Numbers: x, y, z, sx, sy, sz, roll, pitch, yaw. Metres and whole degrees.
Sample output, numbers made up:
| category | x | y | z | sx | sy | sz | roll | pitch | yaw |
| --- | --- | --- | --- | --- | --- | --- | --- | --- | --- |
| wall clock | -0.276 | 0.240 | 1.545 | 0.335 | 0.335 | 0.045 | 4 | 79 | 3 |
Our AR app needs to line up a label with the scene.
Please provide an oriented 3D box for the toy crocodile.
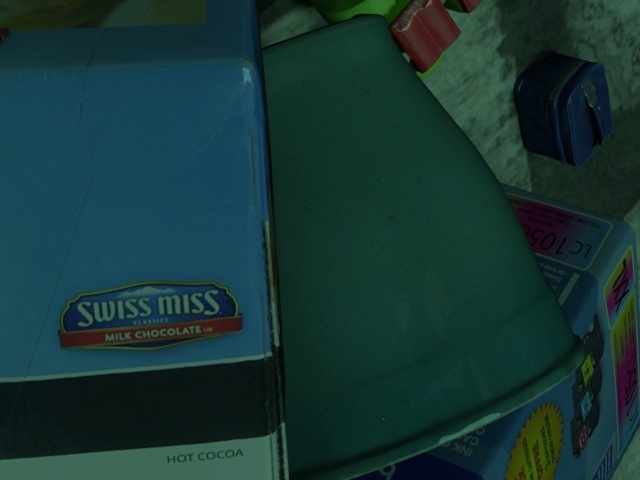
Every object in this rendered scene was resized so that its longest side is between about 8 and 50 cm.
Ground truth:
| category | x | y | z | sx | sy | sz | roll | pitch | yaw |
| --- | --- | --- | --- | --- | --- | --- | --- | --- | --- |
| toy crocodile | 0.093 | -0.217 | 1.199 | 0.340 | 0.105 | 0.115 | -59 | 142 | -12 |

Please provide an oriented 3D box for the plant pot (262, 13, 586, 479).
| category | x | y | z | sx | sy | sz | roll | pitch | yaw |
| --- | --- | --- | --- | --- | --- | --- | --- | --- | --- |
| plant pot | 0.000 | 0.000 | 1.052 | 0.272 | 0.272 | 0.255 | -23 | 94 | -43 |

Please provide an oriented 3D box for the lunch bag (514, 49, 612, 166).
| category | x | y | z | sx | sy | sz | roll | pitch | yaw |
| --- | --- | --- | --- | --- | --- | --- | --- | --- | --- |
| lunch bag | 0.221 | -0.113 | 1.440 | 0.067 | 0.065 | 0.098 | -46 | 137 | -26 |

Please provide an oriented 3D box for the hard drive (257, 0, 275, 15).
| category | x | y | z | sx | sy | sz | roll | pitch | yaw |
| --- | --- | --- | --- | --- | --- | --- | --- | --- | --- |
| hard drive | -0.085 | -0.253 | 0.956 | 0.172 | 0.054 | 0.254 | -49 | 127 | -38 |

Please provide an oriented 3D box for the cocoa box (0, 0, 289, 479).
| category | x | y | z | sx | sy | sz | roll | pitch | yaw |
| --- | --- | --- | --- | --- | --- | --- | --- | --- | --- |
| cocoa box | -0.194 | -0.010 | 0.716 | 0.347 | 0.231 | 0.228 | -4 | 118 | -2 |

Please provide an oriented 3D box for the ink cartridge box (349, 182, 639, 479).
| category | x | y | z | sx | sy | sz | roll | pitch | yaw |
| --- | --- | --- | --- | --- | --- | --- | --- | --- | --- |
| ink cartridge box | 0.122 | 0.188 | 1.341 | 0.395 | 0.151 | 0.270 | -52 | 145 | -32 |
